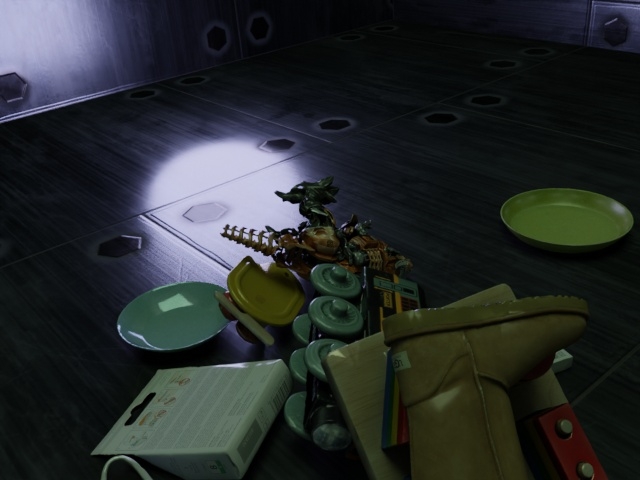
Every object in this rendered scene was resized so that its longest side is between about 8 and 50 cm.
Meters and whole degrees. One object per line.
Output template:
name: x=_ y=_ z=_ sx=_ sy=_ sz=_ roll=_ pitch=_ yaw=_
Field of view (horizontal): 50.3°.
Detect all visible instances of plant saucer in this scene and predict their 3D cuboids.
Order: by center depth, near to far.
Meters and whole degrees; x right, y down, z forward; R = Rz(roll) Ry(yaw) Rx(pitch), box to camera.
plant saucer: x=-0.231 y=0.133 z=1.117 sx=0.194 sy=0.038 sz=0.195 roll=-4 pitch=29 yaw=2
plant saucer: x=0.471 y=-0.035 z=1.316 sx=0.240 sy=0.037 sz=0.241 roll=-4 pitch=29 yaw=2

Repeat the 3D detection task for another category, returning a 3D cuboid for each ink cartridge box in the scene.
ink cartridge box: x=-0.168 y=0.240 z=0.920 sx=0.224 sy=0.056 sz=0.181 roll=-12 pitch=23 yaw=27

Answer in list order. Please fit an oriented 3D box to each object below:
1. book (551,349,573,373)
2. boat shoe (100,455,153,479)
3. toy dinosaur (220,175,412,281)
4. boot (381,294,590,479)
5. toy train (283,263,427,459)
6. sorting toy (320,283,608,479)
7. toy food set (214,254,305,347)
book: x=0.287 y=0.151 z=1.011 sx=0.096 sy=0.035 sz=0.144 roll=-12 pitch=30 yaw=-20
boat shoe: x=-0.184 y=0.327 z=0.704 sx=0.095 sy=0.084 sz=0.258 roll=-20 pitch=32 yaw=-27
toy dinosaur: x=0.000 y=0.000 z=1.166 sx=0.321 sy=0.164 sz=0.218 roll=31 pitch=18 yaw=-32
boot: x=0.176 y=0.196 z=0.642 sx=0.235 sy=0.270 sz=0.089 roll=-5 pitch=-17 yaw=-16
toy train: x=0.060 y=0.153 z=0.923 sx=0.190 sy=0.142 sz=0.334 roll=15 pitch=30 yaw=-7
sorting toy: x=0.171 y=0.192 z=0.735 sx=0.257 sy=0.089 sz=0.256 roll=-18 pitch=75 yaw=-22
toy food set: x=-0.107 y=0.105 z=1.097 sx=0.128 sy=0.071 sz=0.218 roll=38 pitch=25 yaw=0
